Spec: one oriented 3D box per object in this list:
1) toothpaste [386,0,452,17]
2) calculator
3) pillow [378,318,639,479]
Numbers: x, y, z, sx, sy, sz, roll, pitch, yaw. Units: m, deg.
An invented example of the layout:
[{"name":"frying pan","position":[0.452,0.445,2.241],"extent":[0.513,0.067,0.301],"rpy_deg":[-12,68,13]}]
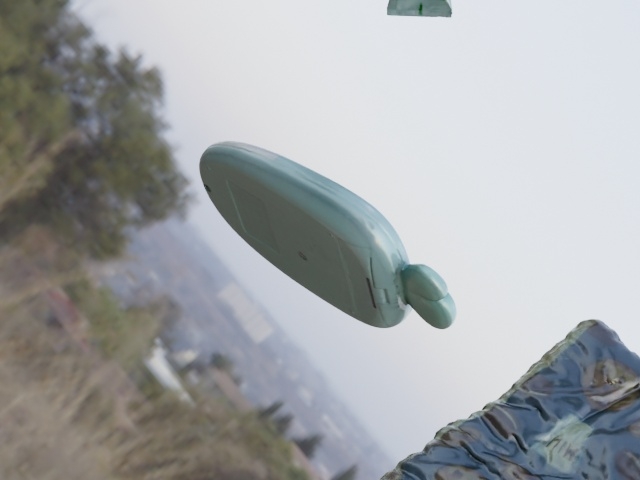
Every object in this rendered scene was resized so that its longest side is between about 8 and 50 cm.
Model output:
[{"name":"toothpaste","position":[0.111,-0.396,1.519],"extent":[0.048,0.074,0.297],"rpy_deg":[-58,149,-75]},{"name":"calculator","position":[0.000,0.000,1.281],"extent":[0.295,0.042,0.184],"rpy_deg":[29,-26,29]},{"name":"pillow","position":[0.143,0.161,0.796],"extent":[0.189,0.255,0.034],"rpy_deg":[41,-33,32]}]
